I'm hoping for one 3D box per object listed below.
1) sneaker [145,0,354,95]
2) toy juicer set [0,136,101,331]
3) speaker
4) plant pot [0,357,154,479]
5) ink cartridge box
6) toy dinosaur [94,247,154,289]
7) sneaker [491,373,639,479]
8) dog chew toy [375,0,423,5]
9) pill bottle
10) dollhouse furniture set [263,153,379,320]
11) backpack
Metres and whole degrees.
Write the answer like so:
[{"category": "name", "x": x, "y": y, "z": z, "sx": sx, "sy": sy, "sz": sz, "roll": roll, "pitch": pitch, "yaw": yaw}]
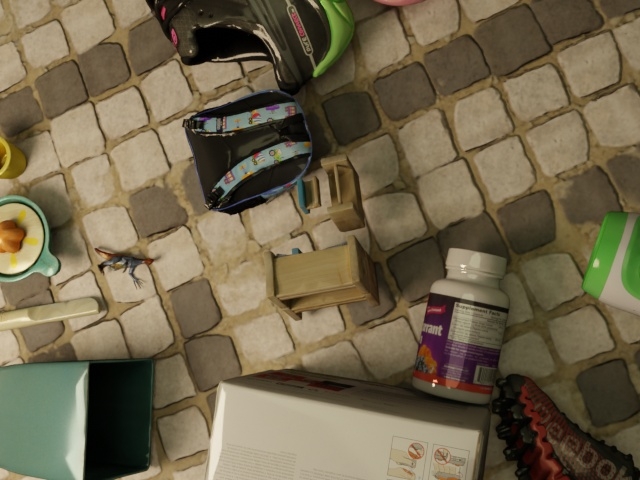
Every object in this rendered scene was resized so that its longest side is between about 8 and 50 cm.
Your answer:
[{"category": "sneaker", "x": -0.188, "y": -0.369, "z": 1.256, "sx": 0.482, "sy": 0.185, "sz": 0.202, "roll": 30, "pitch": 88, "yaw": 16}, {"category": "toy juicer set", "x": -0.505, "y": 0.018, "z": 1.340, "sx": 0.209, "sy": 0.089, "sz": 0.329, "roll": -31, "pitch": 78, "yaw": 9}, {"category": "speaker", "x": 0.488, "y": 0.059, "z": 1.077, "sx": 0.296, "sy": 0.131, "sz": 0.131, "roll": 19, "pitch": 89, "yaw": 15}, {"category": "plant pot", "x": -0.389, "y": 0.253, "z": 1.253, "sx": 0.234, "sy": 0.165, "sz": 0.166, "roll": -1, "pitch": 84, "yaw": 20}, {"category": "ink cartridge box", "x": 0.052, "y": 0.253, "z": 1.089, "sx": 0.309, "sy": 0.272, "sz": 0.130, "roll": 8, "pitch": 88, "yaw": 15}, {"category": "toy dinosaur", "x": -0.298, "y": 0.030, "z": 1.316, "sx": 0.082, "sy": 0.047, "sz": 0.090, "roll": -20, "pitch": 69, "yaw": -8}, {"category": "sneaker", "x": 0.326, "y": 0.287, "z": 1.108, "sx": 0.135, "sy": 0.098, "sz": 0.276, "roll": -18, "pitch": 60, "yaw": -16}, {"category": "dog chew toy", "x": 0.135, "y": -0.498, "z": 1.189, "sx": 0.206, "sy": 0.206, "sz": 0.332, "roll": 19, "pitch": 81, "yaw": 15}, {"category": "pill bottle", "x": 0.191, "y": 0.112, "z": 1.151, "sx": 0.108, "sy": 0.108, "sz": 0.194, "roll": 11, "pitch": 87, "yaw": 14}, {"category": "dollhouse furniture set", "x": 0.000, "y": 0.000, "z": 1.209, "sx": 0.129, "sy": 0.129, "sz": 0.184, "roll": -11, "pitch": 67, "yaw": 13}, {"category": "backpack", "x": -0.090, "y": -0.129, "z": 1.240, "sx": 0.173, "sy": 0.117, "sz": 0.158, "roll": -20, "pitch": 80, "yaw": 12}]
